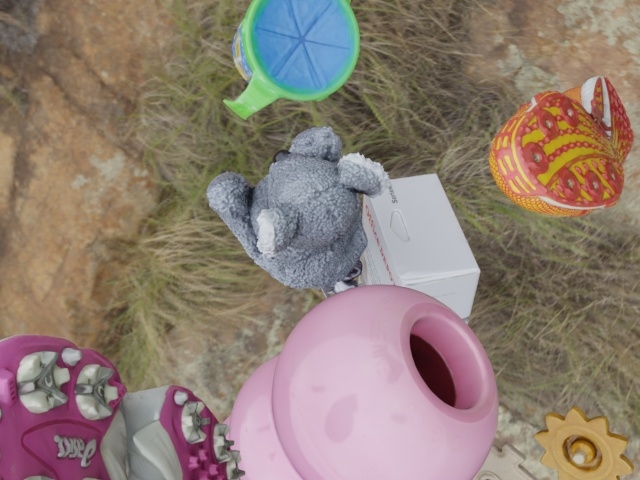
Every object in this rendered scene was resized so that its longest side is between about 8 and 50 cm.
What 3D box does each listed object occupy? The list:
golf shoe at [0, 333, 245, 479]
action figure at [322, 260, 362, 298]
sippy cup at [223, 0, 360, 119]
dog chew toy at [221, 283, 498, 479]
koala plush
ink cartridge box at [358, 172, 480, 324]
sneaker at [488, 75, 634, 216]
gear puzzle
[{"bbox_3d":[-0.140,0.136,0.418,0.140,0.306,0.115,-11,59,13],"label":"golf shoe"},{"bbox_3d":[0.000,0.000,1.194,0.099,0.285,0.185,-35,75,-1],"label":"action figure"},{"bbox_3d":[-0.071,-0.392,1.502,0.224,0.306,0.239,14,122,67],"label":"sippy cup"},{"bbox_3d":[0.009,0.182,0.722,0.332,0.207,0.206,-40,80,39],"label":"dog chew toy"},{"bbox_3d":[-0.012,-0.039,0.909,0.196,0.221,0.203,-30,90,-13],"label":"koala plush"},{"bbox_3d":[0.143,0.071,1.171,0.289,0.122,0.211,90,168,-49],"label":"ink cartridge box"},{"bbox_3d":[0.118,-0.042,0.388,0.067,0.175,0.064,-26,89,32],"label":"sneaker"},{"bbox_3d":[0.195,0.277,0.754,0.175,0.044,0.338,37,128,21],"label":"gear puzzle"}]
